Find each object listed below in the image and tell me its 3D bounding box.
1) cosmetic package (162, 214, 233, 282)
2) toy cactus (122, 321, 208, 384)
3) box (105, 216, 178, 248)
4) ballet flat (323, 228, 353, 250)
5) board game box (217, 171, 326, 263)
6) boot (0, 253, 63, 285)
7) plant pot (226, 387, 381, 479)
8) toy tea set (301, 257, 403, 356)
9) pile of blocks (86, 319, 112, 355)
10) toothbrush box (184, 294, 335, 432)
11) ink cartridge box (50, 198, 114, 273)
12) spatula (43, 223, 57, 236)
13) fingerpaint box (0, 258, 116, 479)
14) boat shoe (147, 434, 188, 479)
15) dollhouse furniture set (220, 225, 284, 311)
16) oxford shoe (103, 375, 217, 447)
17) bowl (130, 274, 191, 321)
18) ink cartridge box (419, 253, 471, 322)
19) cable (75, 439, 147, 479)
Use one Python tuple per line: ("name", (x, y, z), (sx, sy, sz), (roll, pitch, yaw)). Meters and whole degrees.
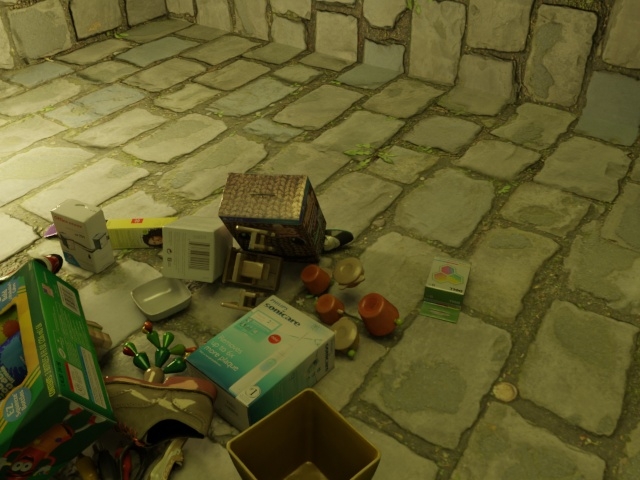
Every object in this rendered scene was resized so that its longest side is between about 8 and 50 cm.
("cosmetic package", (-0.352, 0.019, 1.743), (0.152, 0.151, 0.183), (6, 13, 8))
("toy cactus", (-0.392, 0.296, 1.477), (0.219, 0.112, 0.180), (11, 47, 1))
("box", (-0.564, -0.023, 1.900), (0.232, 0.087, 0.058), (-2, 37, -1))
("ballet flat", (0.000, 0.000, 1.885), (0.203, 0.074, 0.074), (7, 38, 8))
("board game box", (-0.129, -0.060, 1.740), (0.232, 0.291, 0.141), (3, 65, 14))
("boot", (-0.859, 0.123, 1.725), (0.244, 0.088, 0.176), (-33, 8, -5))
("plant pot", (-0.032, 0.461, 1.169), (0.212, 0.187, 0.212), (-27, 44, -32))
("toy tea set", (0.078, 0.172, 1.649), (0.200, 0.124, 0.336), (-35, 45, 4))
("pile of blocks", (-0.671, 0.242, 1.555), (0.362, 0.149, 0.112), (21, 84, 39))
("toothbrush box", (-0.137, 0.293, 1.446), (0.216, 0.126, 0.296), (28, 44, 32))
("ink cartridge box", (-0.709, -0.013, 1.799), (0.140, 0.190, 0.082), (17, 40, 22))
("spatula", (-0.755, -0.048, 1.978), (0.297, 0.030, 0.084), (-2, 35, -2))
("fingerpaint box", (-0.670, 0.311, 1.266), (0.371, 0.163, 0.445), (-39, 45, -1))
("boat shoe", (-0.315, 0.470, 1.279), (0.045, 0.050, 0.135), (25, 41, 7))
("dollhouse furniture set", (-0.212, 0.075, 1.644), (0.161, 0.212, 0.242), (10, -4, 11))
("oxford shoe", (-0.401, 0.372, 1.284), (0.348, 0.123, 0.130), (-6, 44, 3))
("bowl", (-0.442, 0.165, 1.677), (0.142, 0.053, 0.142), (-25, 44, -29))
("ink cartridge box", (0.357, 0.132, 1.708), (0.109, 0.062, 0.209), (13, 39, 16))
("cable", (-0.408, 0.525, 1.219), (0.140, 0.072, 0.287), (-2, 46, -31))
